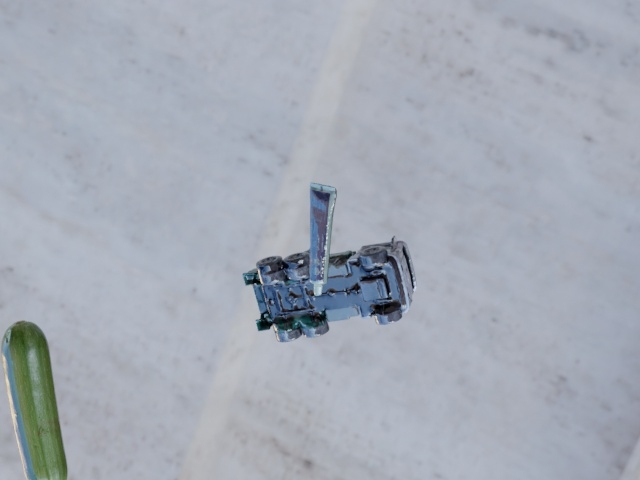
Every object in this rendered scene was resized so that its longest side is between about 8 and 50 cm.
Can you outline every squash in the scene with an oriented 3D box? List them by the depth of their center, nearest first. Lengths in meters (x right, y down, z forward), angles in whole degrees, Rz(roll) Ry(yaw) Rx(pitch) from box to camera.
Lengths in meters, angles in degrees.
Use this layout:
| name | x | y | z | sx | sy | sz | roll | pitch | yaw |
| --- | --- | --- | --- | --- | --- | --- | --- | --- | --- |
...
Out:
| name | x | y | z | sx | sy | sz | roll | pitch | yaw |
| --- | --- | --- | --- | --- | --- | --- | --- | --- | --- |
| squash | -0.372 | 0.217 | 1.770 | 0.066 | 0.229 | 0.066 | -10 | -178 | 0 |

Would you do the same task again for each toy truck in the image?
| name | x | y | z | sx | sy | sz | roll | pitch | yaw |
| --- | --- | --- | --- | --- | --- | --- | --- | --- | --- |
| toy truck | 0.018 | 0.053 | 1.777 | 0.216 | 0.110 | 0.116 | -9 | -164 | 20 |

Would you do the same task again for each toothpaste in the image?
| name | x | y | z | sx | sy | sz | roll | pitch | yaw |
| --- | --- | --- | --- | --- | --- | --- | --- | --- | --- |
| toothpaste | 0.000 | 0.000 | 1.631 | 0.037 | 0.140 | 0.021 | 11 | -162 | 27 |
